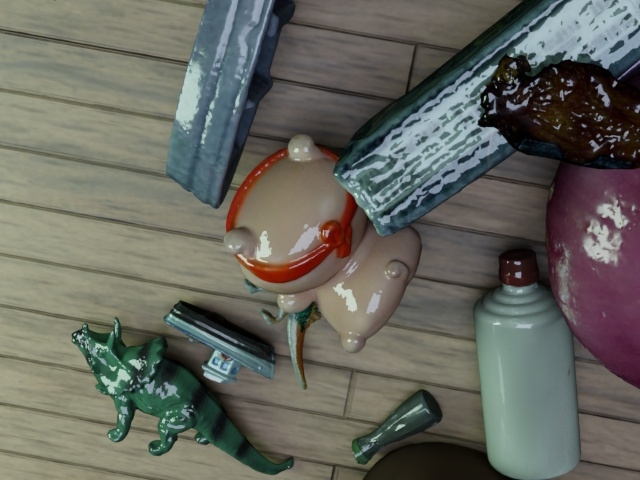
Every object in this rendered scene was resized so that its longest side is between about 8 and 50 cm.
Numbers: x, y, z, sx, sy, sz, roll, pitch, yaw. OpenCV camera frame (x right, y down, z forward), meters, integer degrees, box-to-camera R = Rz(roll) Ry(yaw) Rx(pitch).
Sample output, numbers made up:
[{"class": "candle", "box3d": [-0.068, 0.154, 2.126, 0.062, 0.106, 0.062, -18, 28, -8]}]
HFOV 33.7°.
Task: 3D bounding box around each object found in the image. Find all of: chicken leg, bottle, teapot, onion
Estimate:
[{"class": "chicken leg", "box3d": [0.252, -0.111, 0.855, 0.253, 0.051, 0.105, -9, 114, -4]}, {"class": "bottle", "box3d": [0.221, 0.128, 1.135, 0.104, 0.104, 0.245, -6, 107, 6]}, {"class": "teapot", "box3d": [0.083, 0.215, 1.206, 0.111, 0.043, 0.043, -36, 102, 17]}, {"class": "onion", "box3d": [0.399, 0.010, 0.988, 0.359, 0.344, 0.358, -11, 140, -10]}]

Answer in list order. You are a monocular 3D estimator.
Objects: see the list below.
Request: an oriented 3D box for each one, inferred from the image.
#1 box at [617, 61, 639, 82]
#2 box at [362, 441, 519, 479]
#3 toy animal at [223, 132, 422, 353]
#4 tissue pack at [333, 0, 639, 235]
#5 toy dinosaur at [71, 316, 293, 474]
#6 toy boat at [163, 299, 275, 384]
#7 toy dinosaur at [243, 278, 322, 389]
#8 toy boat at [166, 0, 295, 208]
[{"class": "box", "box3d": [0.308, -0.158, 1.067, 0.117, 0.050, 0.036, -43, 98, 13]}, {"class": "box", "box3d": [0.146, 0.373, 1.161, 0.301, 0.216, 0.300, 2, 107, 6]}, {"class": "toy animal", "box3d": [0.000, 0.000, 1.073, 0.198, 0.171, 0.171, 41, 106, -19]}, {"class": "tissue pack", "box3d": [0.166, -0.144, 0.987, 0.316, 0.228, 0.103, -37, 98, 14]}, {"class": "toy dinosaur", "box3d": [-0.168, 0.199, 1.202, 0.120, 0.079, 0.292, -37, 105, 16]}, {"class": "toy boat", "box3d": [-0.114, 0.122, 1.179, 0.140, 0.059, 0.066, 26, 95, -6]}, {"class": "toy dinosaur", "box3d": [-0.017, 0.060, 1.165, 0.106, 0.044, 0.187, -29, 93, -5]}, {"class": "toy boat", "box3d": [-0.088, -0.165, 1.053, 0.078, 0.127, 0.282, 19, 113, -2]}]
